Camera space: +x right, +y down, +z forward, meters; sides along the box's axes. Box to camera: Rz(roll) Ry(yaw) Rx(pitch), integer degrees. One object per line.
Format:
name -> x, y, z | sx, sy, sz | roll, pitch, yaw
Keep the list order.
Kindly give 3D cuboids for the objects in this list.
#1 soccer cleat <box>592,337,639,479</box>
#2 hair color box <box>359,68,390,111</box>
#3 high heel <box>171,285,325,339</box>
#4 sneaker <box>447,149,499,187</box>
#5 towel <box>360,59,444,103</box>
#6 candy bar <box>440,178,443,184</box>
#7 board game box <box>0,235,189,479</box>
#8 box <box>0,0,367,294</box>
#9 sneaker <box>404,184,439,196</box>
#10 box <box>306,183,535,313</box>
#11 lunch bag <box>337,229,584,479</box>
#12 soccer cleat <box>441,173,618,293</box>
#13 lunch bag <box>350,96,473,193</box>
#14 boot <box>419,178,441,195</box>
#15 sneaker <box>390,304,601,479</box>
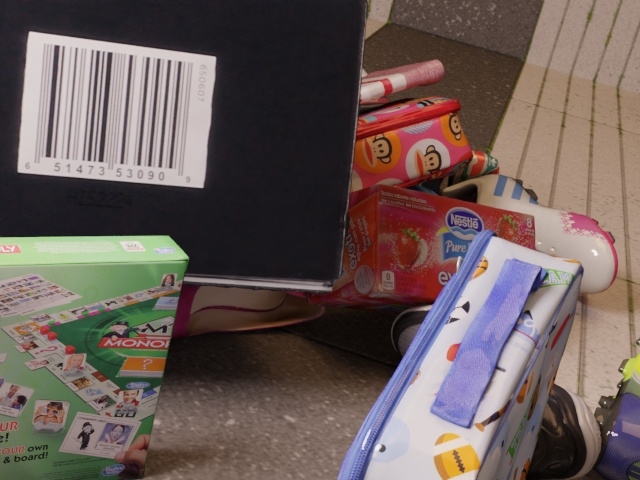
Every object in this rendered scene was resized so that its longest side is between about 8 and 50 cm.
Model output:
soccer cleat -> 0.366, 0.185, 1.165 | 0.121, 0.093, 0.289 | 25, 28, 19
hair color box -> 0.007, -0.219, 1.839 | 0.174, 0.105, 0.347 | -7, 26, -9
high heel -> -0.096, 0.077, 1.171 | 0.117, 0.082, 0.244 | 25, 16, 23
sneaker -> 0.245, -0.101, 1.742 | 0.075, 0.057, 0.161 | 8, -16, 3
towel -> -0.011, -0.181, 1.538 | 0.329, 0.037, 0.237 | -22, 10, -15
candy bar -> 0.194, -0.124, 1.766 | 0.040, 0.018, 0.161 | 56, -9, 11
board game box -> -0.269, 0.101, 0.818 | 0.317, 0.213, 0.046 | 0, 26, -33
box -> -0.272, -0.134, 1.125 | 0.480, 0.297, 0.472 | 4, 5, -24
sneaker -> 0.170, -0.034, 1.594 | 0.082, 0.069, 0.209 | -1, 26, -31
box -> 0.120, 0.021, 1.257 | 0.257, 0.122, 0.128 | 9, -14, -37
lunch bag -> 0.105, 0.140, 0.837 | 0.115, 0.243, 0.303 | 19, 45, 17
soccer cleat -> 0.287, -0.004, 1.562 | 0.143, 0.116, 0.331 | -6, 23, -21
lunch bag -> 0.046, -0.115, 1.518 | 0.258, 0.120, 0.293 | -19, 8, -19
boot -> 0.146, -0.120, 1.763 | 0.069, 0.086, 0.190 | 2, 25, -27
sneaker -> 0.139, 0.151, 1.087 | 0.153, 0.101, 0.269 | -5, 31, -44
